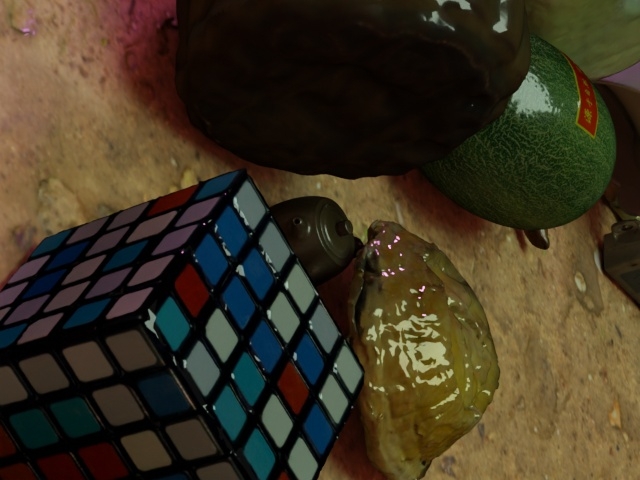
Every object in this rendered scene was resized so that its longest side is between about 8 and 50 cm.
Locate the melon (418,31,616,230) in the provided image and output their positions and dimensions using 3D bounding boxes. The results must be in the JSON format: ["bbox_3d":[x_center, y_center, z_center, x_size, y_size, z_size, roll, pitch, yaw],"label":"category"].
[{"bbox_3d":[0.175,-0.111,1.883,0.287,0.182,0.182,29,50,-52],"label":"melon"}]

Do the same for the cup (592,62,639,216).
[{"bbox_3d":[0.423,-0.184,2.178,0.219,0.289,0.257,43,69,-12],"label":"cup"}]

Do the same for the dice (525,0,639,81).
[{"bbox_3d":[0.260,-0.330,2.000,0.250,0.254,0.252,53,11,29],"label":"dice"}]

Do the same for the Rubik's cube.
[{"bbox_3d":[-0.107,0.090,1.280,0.182,0.187,0.184,60,33,-21],"label":"Rubik's cube"}]

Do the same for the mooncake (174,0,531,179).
[{"bbox_3d":[0.024,-0.169,1.549,0.290,0.290,0.161,35,47,-47],"label":"mooncake"}]

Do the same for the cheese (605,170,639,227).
[{"bbox_3d":[0.354,-0.046,2.306,0.083,0.030,0.044,50,29,-44],"label":"cheese"}]

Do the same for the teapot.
[{"bbox_3d":[0.000,0.000,1.631,0.121,0.068,0.076,21,56,-55],"label":"teapot"}]

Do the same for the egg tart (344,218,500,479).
[{"bbox_3d":[0.088,0.092,1.668,0.252,0.098,0.232,24,60,-69],"label":"egg tart"}]

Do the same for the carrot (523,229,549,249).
[{"bbox_3d":[0.202,-0.080,2.056,0.047,0.047,0.191,-19,94,-61],"label":"carrot"}]

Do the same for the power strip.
[{"bbox_3d":[0.415,0.059,2.299,0.272,0.078,0.052,39,43,-44],"label":"power strip"}]
